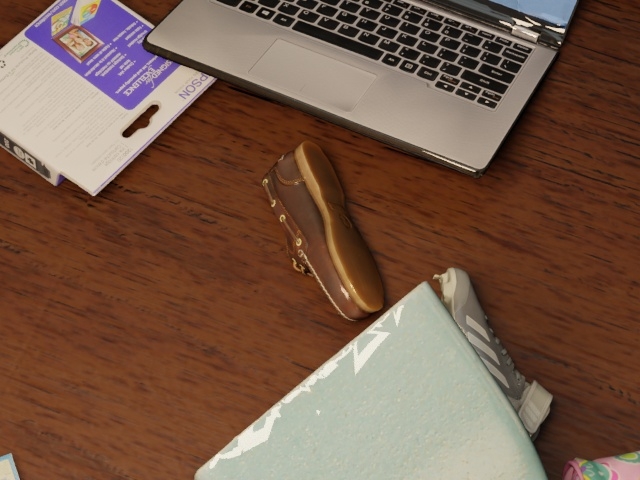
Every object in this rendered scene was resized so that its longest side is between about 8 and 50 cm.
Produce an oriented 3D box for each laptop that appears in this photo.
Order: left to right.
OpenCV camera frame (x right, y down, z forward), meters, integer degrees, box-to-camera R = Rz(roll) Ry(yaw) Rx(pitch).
[{"bbox_3d":[0.082,-0.322,1.836,0.382,0.236,0.408,22,41,13],"label":"laptop"}]

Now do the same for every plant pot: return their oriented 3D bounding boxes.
[{"bbox_3d":[0.073,0.216,1.505,0.247,0.248,0.252,-40,85,-4],"label":"plant pot"}]

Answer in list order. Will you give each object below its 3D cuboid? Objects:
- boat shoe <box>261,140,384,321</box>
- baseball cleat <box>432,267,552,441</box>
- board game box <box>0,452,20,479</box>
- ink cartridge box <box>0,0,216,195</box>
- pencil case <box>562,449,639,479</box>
[{"bbox_3d":[0.000,0.000,1.756,0.073,0.073,0.207,-36,55,22],"label":"boat shoe"},{"bbox_3d":[0.164,0.124,1.684,0.109,0.072,0.205,0,69,-7],"label":"baseball cleat"},{"bbox_3d":[-0.341,0.269,1.609,0.154,0.026,0.103,-18,61,-11],"label":"board game box"},{"bbox_3d":[-0.245,-0.156,1.855,0.208,0.045,0.206,35,65,20],"label":"ink cartridge box"},{"bbox_3d":[0.362,0.241,1.579,0.284,0.124,0.124,-4,59,-2],"label":"pencil case"}]
